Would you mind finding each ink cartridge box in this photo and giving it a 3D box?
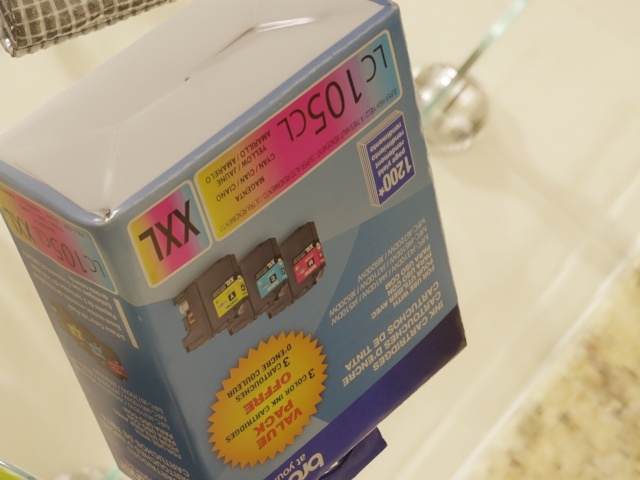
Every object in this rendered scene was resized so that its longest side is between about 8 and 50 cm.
[{"bbox_3d":[-0.045,0.035,1.128,0.270,0.151,0.395,-39,-43,-24],"label":"ink cartridge box"}]

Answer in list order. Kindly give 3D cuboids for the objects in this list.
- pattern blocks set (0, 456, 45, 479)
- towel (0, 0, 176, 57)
[{"bbox_3d":[-0.249,0.061,0.729,0.026,0.285,0.325,-62,-10,-12],"label":"pattern blocks set"},{"bbox_3d":[-0.301,-0.378,1.759,0.235,0.284,0.121,-25,2,-21],"label":"towel"}]
